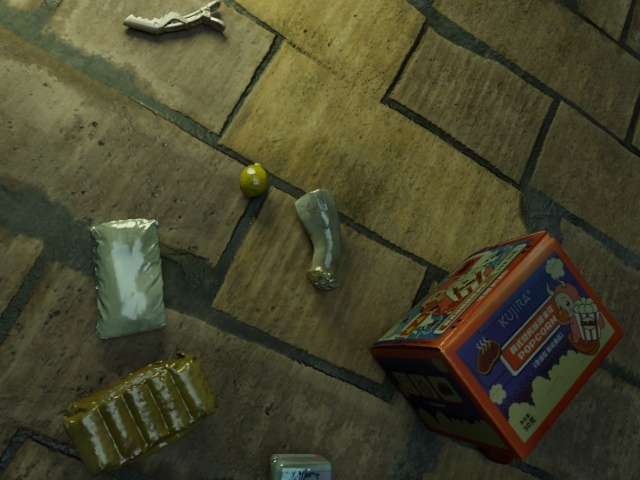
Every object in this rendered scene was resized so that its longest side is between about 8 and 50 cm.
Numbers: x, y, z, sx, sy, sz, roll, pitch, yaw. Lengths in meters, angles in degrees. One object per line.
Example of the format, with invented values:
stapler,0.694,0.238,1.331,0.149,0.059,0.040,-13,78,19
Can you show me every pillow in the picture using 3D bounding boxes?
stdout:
pillow,-0.374,0.071,0.943,0.128,0.051,0.229,-4,82,-16

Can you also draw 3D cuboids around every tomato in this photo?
tomato,0.412,0.466,1.102,0.075,0.087,0.087,36,68,-38

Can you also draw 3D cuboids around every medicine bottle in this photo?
medicine bottle,-0.046,0.519,0.932,0.119,0.094,0.187,8,76,-18

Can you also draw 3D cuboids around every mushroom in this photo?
mushroom,0.004,0.001,1.067,0.092,0.081,0.223,-3,81,-37

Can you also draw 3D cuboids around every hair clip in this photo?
hair clip,-0.321,-0.487,1.086,0.226,0.034,0.072,-21,86,-20

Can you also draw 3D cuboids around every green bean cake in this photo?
green bean cake,-0.300,0.289,0.831,0.230,0.224,0.131,-23,87,-24

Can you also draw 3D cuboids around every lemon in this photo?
lemon,-0.145,-0.132,1.054,0.062,0.062,0.083,16,76,-14

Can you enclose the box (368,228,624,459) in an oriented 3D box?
box,0.342,0.205,1.005,0.349,0.318,0.256,-38,90,-20
